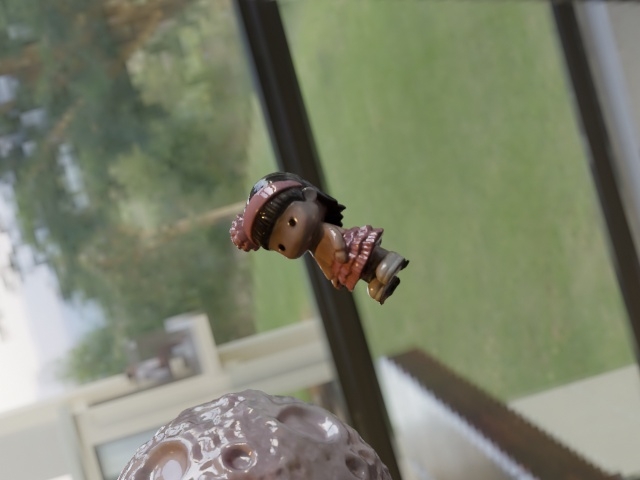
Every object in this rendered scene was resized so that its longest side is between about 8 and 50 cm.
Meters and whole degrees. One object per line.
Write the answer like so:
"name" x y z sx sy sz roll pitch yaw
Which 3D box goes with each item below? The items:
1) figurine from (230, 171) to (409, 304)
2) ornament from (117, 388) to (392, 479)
"figurine" 0.000 0.000 1.345 0.054 0.129 0.072 -55 -10 -46
"ornament" -0.053 0.258 1.530 0.259 0.259 0.225 82 -168 -46
